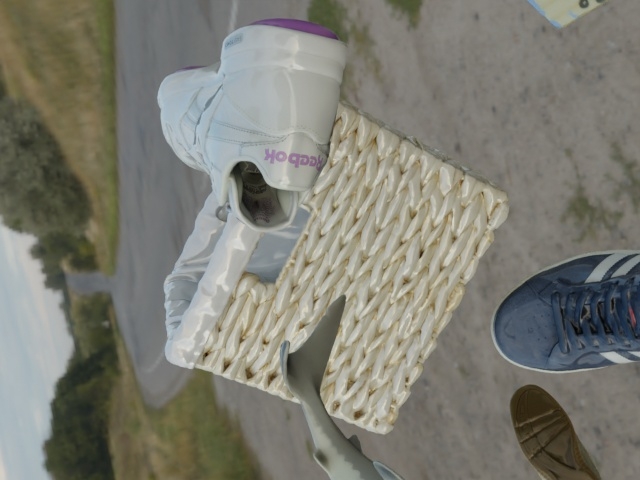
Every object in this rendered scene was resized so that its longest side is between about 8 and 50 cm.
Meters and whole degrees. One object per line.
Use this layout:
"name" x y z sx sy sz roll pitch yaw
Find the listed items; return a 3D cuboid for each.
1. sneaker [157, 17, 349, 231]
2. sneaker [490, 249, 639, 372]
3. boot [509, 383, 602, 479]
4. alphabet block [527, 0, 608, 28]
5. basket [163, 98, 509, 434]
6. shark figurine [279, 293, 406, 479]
"sneaker" -0.073 -0.078 0.825 0.305 0.114 0.152 163 112 -69
"sneaker" 0.335 0.069 1.011 0.148 0.350 0.131 -13 -92 -66
"boot" 0.331 0.303 1.370 0.213 0.077 0.165 59 -177 16
"alphabet block" 0.334 -0.416 1.239 0.192 0.193 0.197 39 166 -7
"basket" 0.000 0.000 1.157 0.328 0.266 0.331 -63 14 7
"shark figurine" 0.073 0.171 0.692 0.278 0.116 0.166 38 134 40
